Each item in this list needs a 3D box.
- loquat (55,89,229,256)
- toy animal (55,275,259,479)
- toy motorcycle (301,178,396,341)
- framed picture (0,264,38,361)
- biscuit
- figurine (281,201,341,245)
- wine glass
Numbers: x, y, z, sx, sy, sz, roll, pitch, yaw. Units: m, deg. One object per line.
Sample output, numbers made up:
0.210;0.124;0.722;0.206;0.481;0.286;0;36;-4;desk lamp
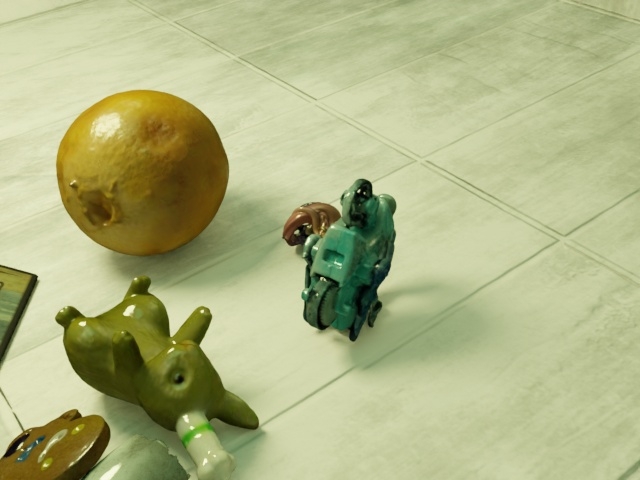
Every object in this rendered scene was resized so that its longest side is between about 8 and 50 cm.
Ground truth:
-0.338;-0.131;1.469;0.328;0.328;0.328;-3;37;2;loquat
-0.224;0.192;1.136;0.363;0.180;0.181;21;25;32;toy animal
0.057;0.032;1.280;0.154;0.260;0.206;20;2;28;toy motorcycle
-0.664;0.136;1.311;0.265;0.016;0.347;18;36;-12;framed picture
-0.383;0.299;1.054;0.236;0.039;0.180;-15;25;35;biscuit
0.004;-0.010;1.442;0.114;0.126;0.157;-56;45;6;figurine
-0.281;0.366;0.968;0.126;0.126;0.241;19;46;27;wine glass
